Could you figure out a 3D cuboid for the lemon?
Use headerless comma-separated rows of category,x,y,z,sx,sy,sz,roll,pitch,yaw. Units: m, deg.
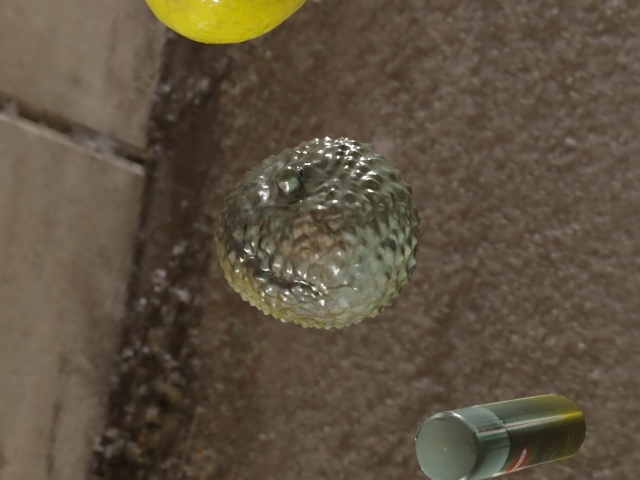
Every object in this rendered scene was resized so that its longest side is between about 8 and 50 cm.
lemon,-0.084,-0.267,1.366,0.170,0.170,0.207,-40,0,37

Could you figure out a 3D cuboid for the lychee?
lychee,0.000,0.000,1.833,0.255,0.274,0.255,-8,46,9

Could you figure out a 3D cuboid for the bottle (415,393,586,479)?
bottle,0.209,0.223,1.678,0.082,0.286,0.082,-1,88,34
